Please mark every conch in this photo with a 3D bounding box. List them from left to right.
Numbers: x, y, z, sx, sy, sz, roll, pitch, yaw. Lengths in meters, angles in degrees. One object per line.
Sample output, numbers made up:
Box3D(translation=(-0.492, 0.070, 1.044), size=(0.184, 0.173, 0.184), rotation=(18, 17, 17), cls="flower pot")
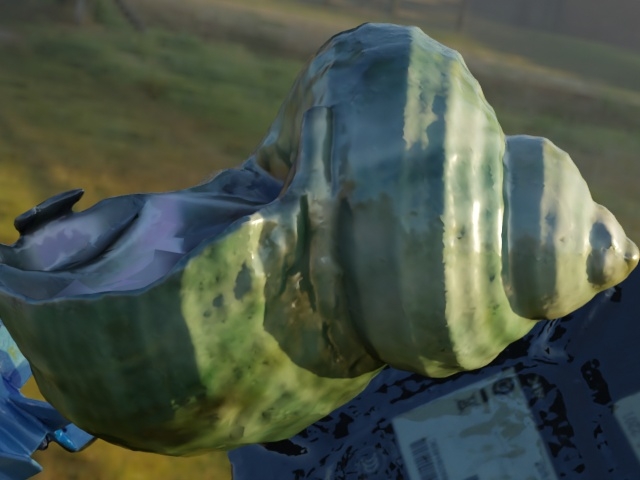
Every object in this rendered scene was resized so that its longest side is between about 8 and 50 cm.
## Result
Box3D(translation=(0.000, 0.000, 0.838), size=(0.277, 0.195, 0.220), rotation=(3, 2, 5), cls="conch")

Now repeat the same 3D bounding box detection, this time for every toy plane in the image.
Box3D(translation=(-0.249, 0.075, 1.135), size=(0.246, 0.169, 0.078), rotation=(34, -29, -4), cls="toy plane")

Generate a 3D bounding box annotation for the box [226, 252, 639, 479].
Box3D(translation=(0.114, 0.183, 1.274), size=(0.350, 0.091, 0.359), rotation=(-25, 43, 9), cls="box")
